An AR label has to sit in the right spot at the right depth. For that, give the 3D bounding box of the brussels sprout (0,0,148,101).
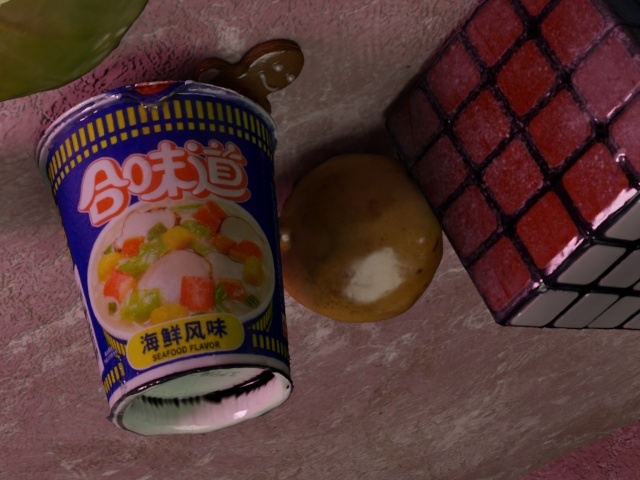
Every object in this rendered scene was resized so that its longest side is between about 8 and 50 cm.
[{"bbox_3d":[-0.256,-0.251,0.910,0.328,0.247,0.328,-18,132,-21],"label":"brussels sprout"}]

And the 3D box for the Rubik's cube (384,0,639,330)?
[{"bbox_3d":[0.346,-0.118,1.475,0.337,0.345,0.344,4,140,-42],"label":"Rubik's cube"}]

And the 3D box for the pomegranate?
[{"bbox_3d":[0.052,0.001,1.563,0.233,0.233,0.233,-19,150,-12],"label":"pomegranate"}]

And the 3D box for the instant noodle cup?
[{"bbox_3d":[-0.152,0.033,1.309,0.284,0.312,0.284,-11,155,-5],"label":"instant noodle cup"}]

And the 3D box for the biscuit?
[{"bbox_3d":[-0.106,-0.158,1.377,0.205,0.031,0.138,-33,149,10],"label":"biscuit"}]
